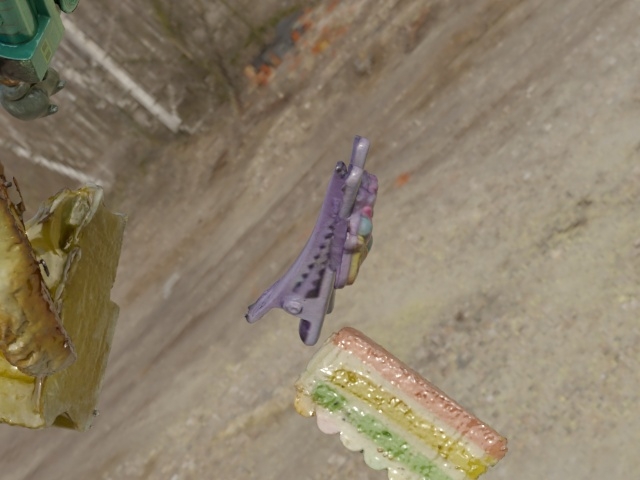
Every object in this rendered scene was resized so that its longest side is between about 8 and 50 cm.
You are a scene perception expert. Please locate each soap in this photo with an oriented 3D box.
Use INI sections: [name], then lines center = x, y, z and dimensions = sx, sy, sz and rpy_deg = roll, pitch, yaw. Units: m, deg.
[soap]
center = -0.439, 0.071, 1.337
dimensions = 0.169, 0.338, 0.304
rpy_deg = 44, -126, -69

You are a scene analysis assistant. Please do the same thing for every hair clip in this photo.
[hair clip]
center = 0.011, 0.009, 1.130
dimensions = 0.278, 0.090, 0.137
rpy_deg = -57, 8, 42

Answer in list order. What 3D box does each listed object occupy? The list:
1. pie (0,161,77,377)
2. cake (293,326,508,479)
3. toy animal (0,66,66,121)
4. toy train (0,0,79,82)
[pie]
center = -0.312, -0.007, 0.976
dimensions = 0.092, 0.315, 0.315
rpy_deg = -24, 9, -14
[cake]
center = 0.072, 0.184, 1.087
dimensions = 0.109, 0.225, 0.090
rpy_deg = -54, -29, 0
[toy animal]
center = -0.579, -0.308, 1.911
dimensions = 0.138, 0.236, 0.108
rpy_deg = -23, 52, 29
[toy train]
center = -0.456, -0.385, 1.571
dimensions = 0.298, 0.120, 0.194
rpy_deg = 93, -165, -68
